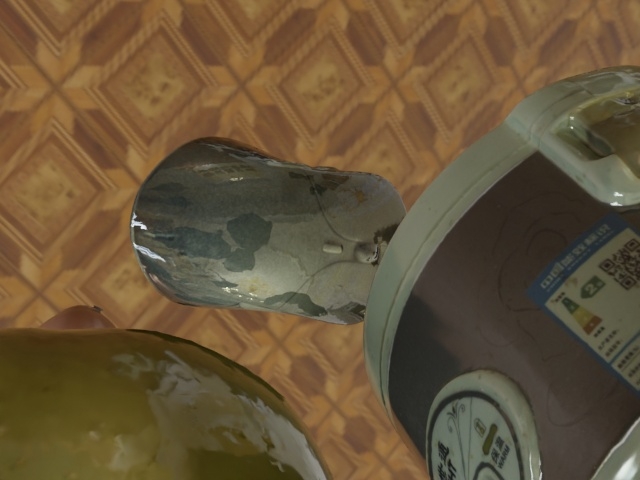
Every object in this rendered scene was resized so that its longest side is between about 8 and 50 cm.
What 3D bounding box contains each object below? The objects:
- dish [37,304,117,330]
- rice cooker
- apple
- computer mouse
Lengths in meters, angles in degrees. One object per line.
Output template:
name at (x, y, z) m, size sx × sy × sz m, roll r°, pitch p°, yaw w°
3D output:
dish at (-0.267, 0.149, 1.390) m, size 0.213 × 0.090 × 0.213 m, roll -4°, pitch 140°, yaw -3°
rice cooker at (0.181, 0.072, 0.641) m, size 0.288 × 0.277 × 0.288 m, roll -15°, pitch 129°, yaw -19°
apple at (-0.163, 0.234, 0.692) m, size 0.311 × 0.360 × 0.320 m, roll 23°, pitch 138°, yaw -32°
computer mouse at (0.000, 0.000, 1.127) m, size 0.379 × 0.090 × 0.167 m, roll 5°, pitch 97°, yaw -31°
